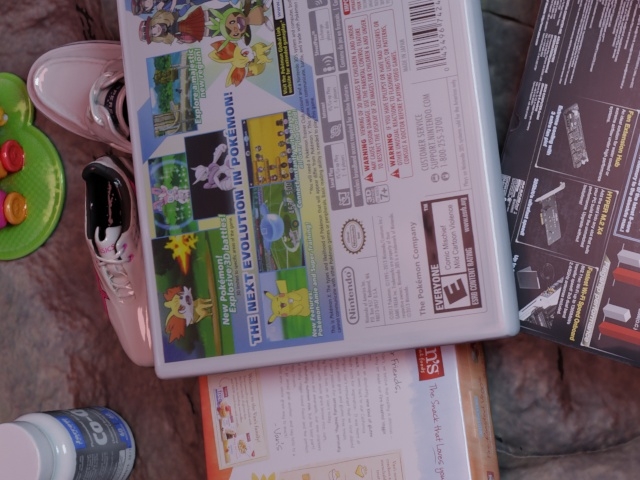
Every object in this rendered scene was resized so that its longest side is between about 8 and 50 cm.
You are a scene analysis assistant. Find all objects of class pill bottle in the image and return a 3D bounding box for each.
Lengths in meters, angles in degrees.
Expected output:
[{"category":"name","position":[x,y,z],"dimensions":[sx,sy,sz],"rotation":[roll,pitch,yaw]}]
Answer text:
[{"category":"pill bottle","position":[-0.224,0.183,1.452],"dimensions":[0.078,0.137,0.078],"rotation":[-1,88,26]}]

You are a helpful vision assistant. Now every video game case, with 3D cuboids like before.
[{"category":"video game case","position":[-0.009,-0.071,1.325],"dimensions":[0.300,0.036,0.328],"rotation":[-9,85,24]}]

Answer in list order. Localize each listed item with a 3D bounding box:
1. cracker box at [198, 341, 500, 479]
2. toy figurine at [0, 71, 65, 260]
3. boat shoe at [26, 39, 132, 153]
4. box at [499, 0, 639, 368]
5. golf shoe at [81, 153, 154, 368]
[{"category":"cracker box","position":[0.022,0.160,1.361],"dimensions":[0.232,0.067,0.155],"rotation":[-13,73,26]},{"category":"toy figurine","position":[-0.321,-0.071,1.495],"dimensions":[0.130,0.159,0.173],"rotation":[-3,86,26]},{"category":"boat shoe","position":[-0.154,-0.120,1.456],"dimensions":[0.258,0.084,0.095],"rotation":[12,94,26]},{"category":"box","position":[0.259,-0.059,1.257],"dimensions":[0.242,0.076,0.307],"rotation":[16,96,25]},{"category":"golf shoe","position":[-0.170,0.019,1.460],"dimensions":[0.068,0.086,0.186],"rotation":[-15,84,24]}]
